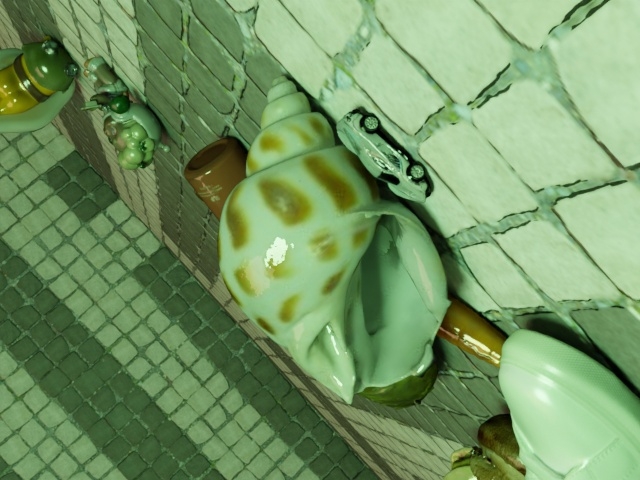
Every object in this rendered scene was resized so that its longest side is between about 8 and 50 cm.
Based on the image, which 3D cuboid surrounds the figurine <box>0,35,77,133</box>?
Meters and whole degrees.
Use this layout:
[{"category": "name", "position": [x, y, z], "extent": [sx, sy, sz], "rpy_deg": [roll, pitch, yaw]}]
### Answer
[{"category": "figurine", "position": [-0.568, -0.301, 1.292], "extent": [0.141, 0.250, 0.166], "rpy_deg": [-5, 124, 48]}]

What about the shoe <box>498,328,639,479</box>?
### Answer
[{"category": "shoe", "position": [0.225, 0.243, 0.563], "extent": [0.363, 0.160, 0.132], "rpy_deg": [52, 163, -19]}]

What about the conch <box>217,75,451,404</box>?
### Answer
[{"category": "conch", "position": [0.000, 0.000, 0.590], "extent": [0.148, 0.183, 0.274], "rpy_deg": [-125, 22, -63]}]

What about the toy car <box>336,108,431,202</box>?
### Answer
[{"category": "toy car", "position": [0.050, -0.063, 0.524], "extent": [0.093, 0.025, 0.041], "rpy_deg": [47, 166, 3]}]

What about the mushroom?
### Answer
[{"category": "mushroom", "position": [0.221, 0.246, 0.718], "extent": [0.127, 0.087, 0.127], "rpy_deg": [45, 169, 11]}]

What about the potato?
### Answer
[{"category": "potato", "position": [0.073, 0.137, 0.811], "extent": [0.149, 0.113, 0.251], "rpy_deg": [29, 173, 24]}]

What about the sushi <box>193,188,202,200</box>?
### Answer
[{"category": "sushi", "position": [-0.143, -0.084, 0.954], "extent": [0.052, 0.055, 0.120], "rpy_deg": [59, 154, -1]}]

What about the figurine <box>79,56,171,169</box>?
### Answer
[{"category": "figurine", "position": [-0.332, -0.204, 1.092], "extent": [0.197, 0.093, 0.147], "rpy_deg": [48, 155, 2]}]

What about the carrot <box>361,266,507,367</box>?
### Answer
[{"category": "carrot", "position": [0.083, 0.053, 0.676], "extent": [0.271, 0.062, 0.066], "rpy_deg": [26, 122, 45]}]

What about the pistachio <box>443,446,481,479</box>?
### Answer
[{"category": "pistachio", "position": [0.252, 0.351, 0.869], "extent": [0.145, 0.117, 0.200], "rpy_deg": [-40, 84, 37]}]

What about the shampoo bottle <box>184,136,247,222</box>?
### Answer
[{"category": "shampoo bottle", "position": [-0.081, -0.022, 0.890], "extent": [0.085, 0.085, 0.244], "rpy_deg": [25, 155, 55]}]
